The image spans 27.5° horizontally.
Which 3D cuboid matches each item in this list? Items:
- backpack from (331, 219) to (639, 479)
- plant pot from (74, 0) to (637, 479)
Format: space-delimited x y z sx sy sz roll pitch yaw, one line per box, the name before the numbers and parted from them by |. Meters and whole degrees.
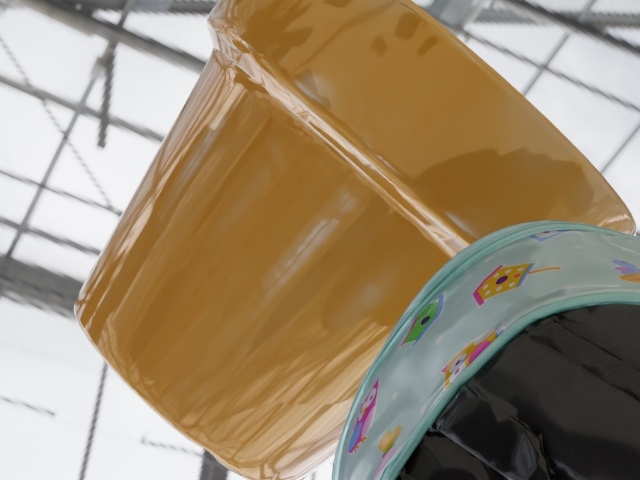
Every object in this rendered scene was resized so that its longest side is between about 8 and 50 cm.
backpack | 0.098 0.081 0.410 0.188 0.165 0.144 23 -160 -17
plant pot | 0.000 0.000 0.581 0.205 0.188 0.205 40 -177 -2
